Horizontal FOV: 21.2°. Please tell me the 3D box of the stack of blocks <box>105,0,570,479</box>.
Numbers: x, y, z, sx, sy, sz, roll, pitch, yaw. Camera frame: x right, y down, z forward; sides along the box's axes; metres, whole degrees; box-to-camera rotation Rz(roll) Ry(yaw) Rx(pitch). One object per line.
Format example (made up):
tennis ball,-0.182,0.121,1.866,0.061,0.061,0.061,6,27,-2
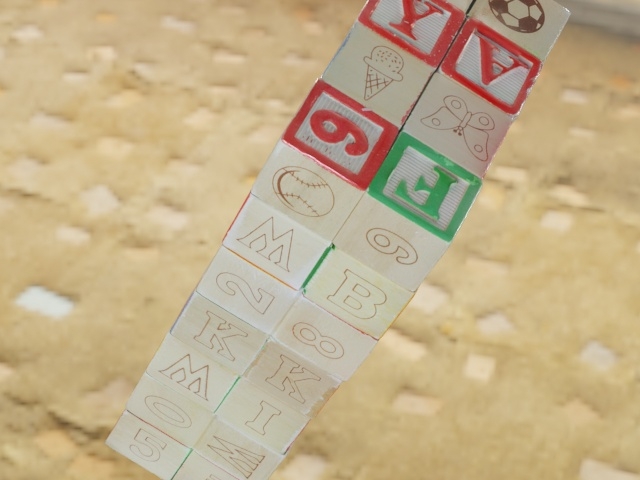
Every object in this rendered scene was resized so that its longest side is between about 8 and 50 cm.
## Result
stack of blocks,0.000,0.000,0.881,0.087,0.297,0.171,32,-130,-2
